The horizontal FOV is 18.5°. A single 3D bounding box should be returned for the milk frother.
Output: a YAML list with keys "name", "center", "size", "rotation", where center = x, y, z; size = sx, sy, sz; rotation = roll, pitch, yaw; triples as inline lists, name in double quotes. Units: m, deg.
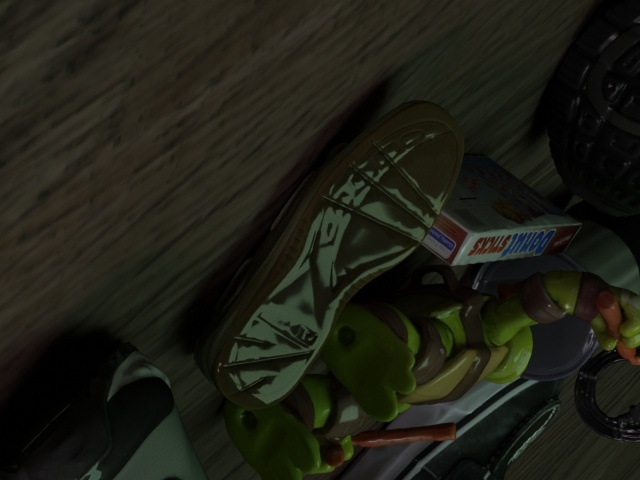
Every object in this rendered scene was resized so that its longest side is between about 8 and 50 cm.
- name: "milk frother"
  center: [0.164, 0.062, 1.195]
  size: [0.129, 0.143, 0.135]
  rotation: [-53, 166, 29]

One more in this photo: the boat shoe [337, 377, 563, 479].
- name: "boat shoe"
  center: [0.062, 0.192, 1.237]
  size: [0.335, 0.119, 0.121]
  rotation: [-42, 160, -28]

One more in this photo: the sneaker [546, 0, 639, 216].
- name: "sneaker"
  center: [0.224, -0.134, 1.034]
  size: [0.286, 0.109, 0.130]
  rotation: [-58, 168, 25]

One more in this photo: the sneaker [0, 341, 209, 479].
- name: "sneaker"
  center: [-0.070, 0.128, 0.805]
  size: [0.100, 0.108, 0.271]
  rotation: [-45, 160, -15]

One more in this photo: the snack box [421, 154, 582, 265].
- name: "snack box"
  center: [0.073, -0.017, 0.942]
  size: [0.022, 0.064, 0.178]
  rotation: [-58, 161, 14]

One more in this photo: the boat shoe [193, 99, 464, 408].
- name: "boat shoe"
  center: [0.001, 0.002, 0.840]
  size: [0.056, 0.048, 0.153]
  rotation: [35, 89, -28]

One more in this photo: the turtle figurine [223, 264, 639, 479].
- name: "turtle figurine"
  center: [0.063, 0.054, 0.993]
  size: [0.269, 0.087, 0.217]
  rotation: [-25, 171, 32]
